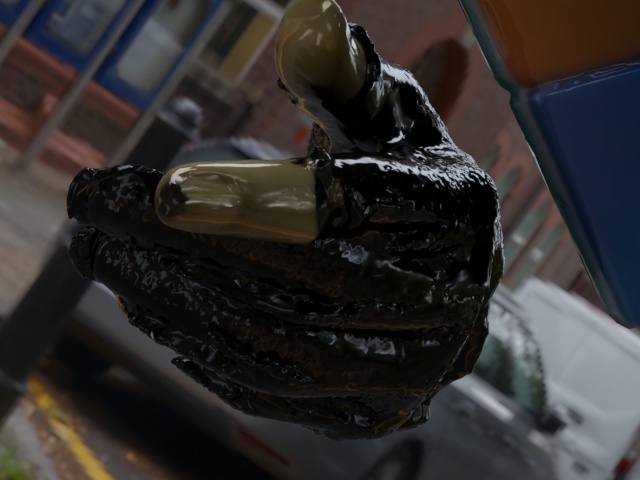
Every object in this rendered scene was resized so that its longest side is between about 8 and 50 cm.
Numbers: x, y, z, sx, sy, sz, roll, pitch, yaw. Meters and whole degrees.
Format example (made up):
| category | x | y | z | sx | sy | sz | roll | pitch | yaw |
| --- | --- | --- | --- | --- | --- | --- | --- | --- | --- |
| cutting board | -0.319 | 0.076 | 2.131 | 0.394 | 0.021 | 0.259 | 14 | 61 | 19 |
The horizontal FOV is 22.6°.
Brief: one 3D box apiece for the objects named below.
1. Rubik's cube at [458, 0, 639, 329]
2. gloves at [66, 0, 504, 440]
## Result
| category | x | y | z | sx | sy | sz | roll | pitch | yaw |
| --- | --- | --- | --- | --- | --- | --- | --- | --- | --- |
| Rubik's cube | 0.202 | -0.184 | 0.508 | 0.290 | 0.292 | 0.291 | 62 | 35 | -21 |
| gloves | 0.001 | 0.003 | 0.506 | 0.106 | 0.129 | 0.181 | 43 | 13 | 13 |
